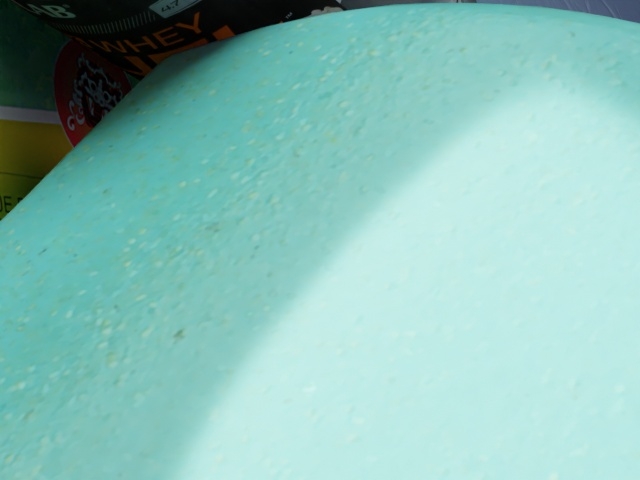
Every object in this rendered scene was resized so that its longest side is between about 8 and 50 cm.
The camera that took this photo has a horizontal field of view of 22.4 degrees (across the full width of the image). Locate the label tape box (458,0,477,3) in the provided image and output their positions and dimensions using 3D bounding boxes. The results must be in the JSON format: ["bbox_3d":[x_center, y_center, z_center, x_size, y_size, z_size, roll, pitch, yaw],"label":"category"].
[{"bbox_3d":[0.054,-0.160,1.161,0.333,0.106,0.240,-79,155,-46],"label":"label tape box"}]

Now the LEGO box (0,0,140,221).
[{"bbox_3d":[-0.187,-0.124,0.582,0.500,0.193,0.372,7,71,-62],"label":"LEGO box"}]

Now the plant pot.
[{"bbox_3d":[0.021,0.080,0.448,0.248,0.252,0.247,-49,151,-26],"label":"plant pot"}]

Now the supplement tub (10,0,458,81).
[{"bbox_3d":[-0.044,-0.110,0.506,0.190,0.117,0.117,29,47,-55],"label":"supplement tub"}]
